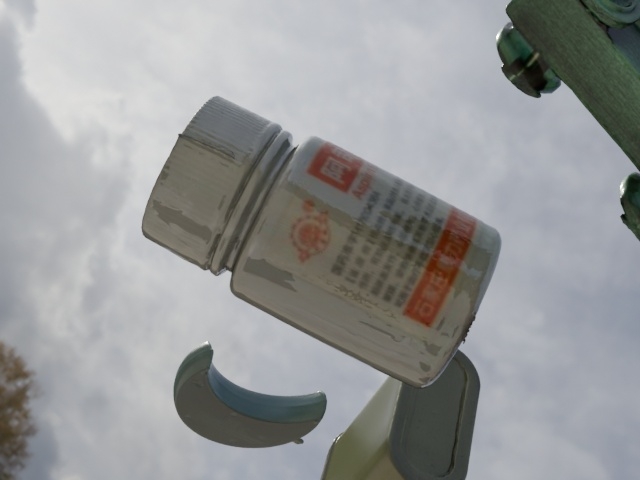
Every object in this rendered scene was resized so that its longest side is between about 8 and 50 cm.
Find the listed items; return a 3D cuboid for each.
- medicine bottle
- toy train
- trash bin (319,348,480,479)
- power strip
[{"bbox_3d":[0.000,0.000,0.834,0.252,0.144,0.144,24,-37,2],"label":"medicine bottle"},{"bbox_3d":[0.228,-0.107,0.734,0.248,0.159,0.101,52,-43,4],"label":"toy train"},{"bbox_3d":[0.088,0.275,1.321,0.121,0.243,0.247,25,-48,-5],"label":"trash bin"},{"bbox_3d":[-0.109,0.243,1.601,0.253,0.054,0.167,29,-50,-28],"label":"power strip"}]
